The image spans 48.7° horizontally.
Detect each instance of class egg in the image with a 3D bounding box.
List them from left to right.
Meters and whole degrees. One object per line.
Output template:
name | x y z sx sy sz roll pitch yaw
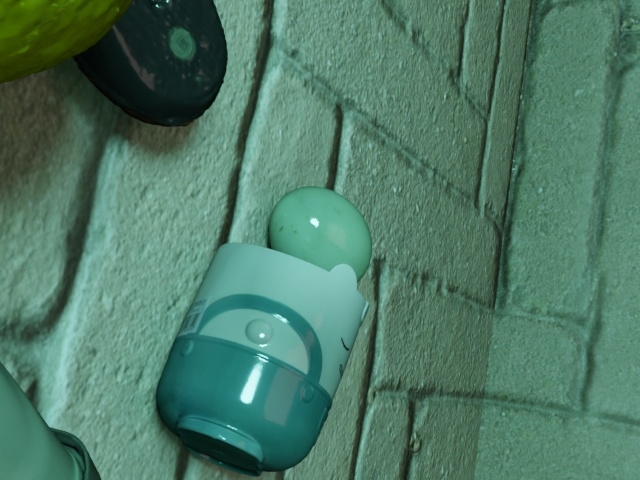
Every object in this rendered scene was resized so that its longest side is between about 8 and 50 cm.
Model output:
egg | 0.000 0.000 1.082 0.192 0.149 0.149 58 46 -44

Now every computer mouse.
computer mouse | -0.213 -0.271 0.747 0.183 0.116 0.323 -47 124 -45

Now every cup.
cup | -0.081 0.165 0.936 0.289 0.219 0.257 102 9 -63

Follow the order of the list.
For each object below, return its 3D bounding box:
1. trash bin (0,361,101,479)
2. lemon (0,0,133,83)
trash bin | -0.328 0.166 0.531 0.219 0.220 0.250 -48 124 -46
lemon | -0.225 -0.216 0.397 0.322 0.268 0.268 -57 142 -69
